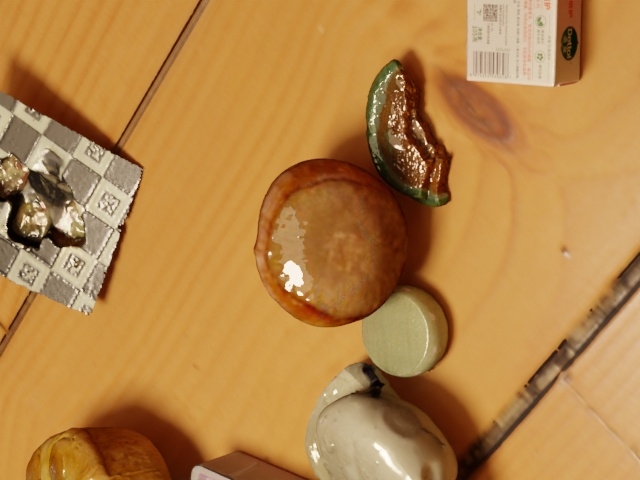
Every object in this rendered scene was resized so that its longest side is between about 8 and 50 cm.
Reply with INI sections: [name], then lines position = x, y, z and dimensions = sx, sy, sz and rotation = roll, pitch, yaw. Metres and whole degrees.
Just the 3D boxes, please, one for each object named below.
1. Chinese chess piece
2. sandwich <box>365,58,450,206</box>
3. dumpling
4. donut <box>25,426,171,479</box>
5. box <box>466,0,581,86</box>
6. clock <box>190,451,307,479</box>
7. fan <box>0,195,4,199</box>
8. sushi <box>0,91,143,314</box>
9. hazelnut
[Chinese chess piece]
position = 0.076, 0.082, 1.496
dimensions = 0.084, 0.034, 0.084
rotation = 8, 102, 38
[sandwich]
position = 0.073, -0.089, 1.463
dimensions = 0.067, 0.029, 0.135
rotation = -23, 86, 40
[dumpling]
position = 0.055, 0.201, 1.501
dimensions = 0.176, 0.092, 0.150
rotation = 41, 136, 14
[donut]
position = -0.224, 0.299, 1.700
dimensions = 0.226, 0.114, 0.226
rotation = 20, 113, 60
[box]
position = 0.166, -0.191, 1.356
dimensions = 0.089, 0.043, 0.125
rotation = 10, 106, 37
[clock]
position = -0.039, 0.305, 1.618
dimensions = 0.197, 0.063, 0.150
rotation = 17, 110, 35
[fan]
position = -0.385, -0.046, 1.835
dimensions = 0.155, 0.039, 0.082
rotation = 44, 124, 25
[sushi]
position = -0.297, -0.045, 1.751
dimensions = 0.210, 0.040, 0.192
rotation = 26, 108, 12
[hazelnut]
position = 0.000, 0.000, 1.473
dimensions = 0.150, 0.150, 0.150
rotation = 10, 106, 37
